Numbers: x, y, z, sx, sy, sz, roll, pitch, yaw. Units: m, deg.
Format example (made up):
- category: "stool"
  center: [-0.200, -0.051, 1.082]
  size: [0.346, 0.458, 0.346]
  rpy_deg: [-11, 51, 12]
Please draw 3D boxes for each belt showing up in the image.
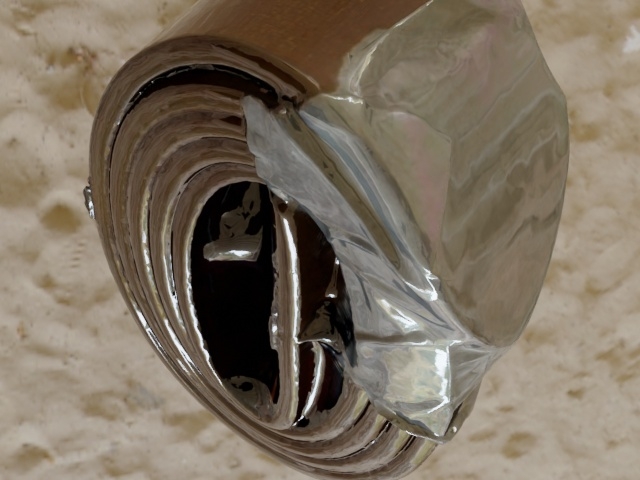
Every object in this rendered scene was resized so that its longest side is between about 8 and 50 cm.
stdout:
- category: "belt"
  center: [0.000, 0.000, 0.531]
  size: [0.122, 0.217, 0.338]
  rpy_deg: [-50, 164, -30]
